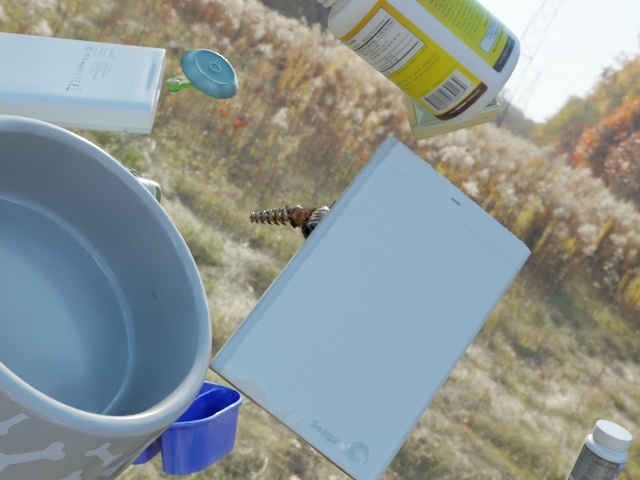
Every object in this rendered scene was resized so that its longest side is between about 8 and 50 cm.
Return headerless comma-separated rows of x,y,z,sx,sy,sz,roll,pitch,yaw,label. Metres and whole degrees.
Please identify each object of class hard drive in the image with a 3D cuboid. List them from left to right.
-0.409,-0.231,1.034,0.353,0.047,0.233,4,35,-9,hard drive
0.059,0.069,0.761,0.203,0.307,0.040,39,-16,-4,hard drive

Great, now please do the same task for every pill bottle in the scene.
0.090,-0.223,0.743,0.215,0.117,0.117,35,12,-18,pill bottle
0.505,0.400,1.321,0.078,0.137,0.078,16,17,-5,pill bottle

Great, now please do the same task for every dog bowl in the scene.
-0.236,0.043,0.641,0.349,0.102,0.348,45,27,-30,dog bowl

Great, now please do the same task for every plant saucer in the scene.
-0.201,-0.314,1.353,0.119,0.021,0.119,23,46,-26,plant saucer

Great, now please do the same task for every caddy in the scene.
-0.337,0.431,1.790,0.241,0.179,0.341,6,6,21,caddy

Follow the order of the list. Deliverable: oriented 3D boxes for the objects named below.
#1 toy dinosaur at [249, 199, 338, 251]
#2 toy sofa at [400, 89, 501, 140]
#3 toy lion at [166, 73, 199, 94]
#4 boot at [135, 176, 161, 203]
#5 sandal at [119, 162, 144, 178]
0.000,0.000,1.693,0.322,0.218,0.164,10,-17,10,toy dinosaur
0.186,-0.361,1.234,0.150,0.362,0.177,-14,6,8,toy sofa
-0.323,-0.381,1.752,0.100,0.034,0.096,-12,31,-23,toy lion
-0.331,-0.062,0.914,0.213,0.077,0.165,-8,-19,29,boot
-0.469,-0.144,1.604,0.219,0.060,0.090,24,9,-7,sandal
